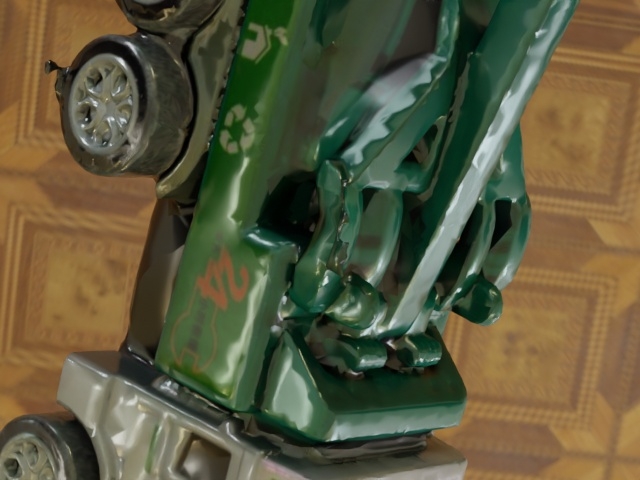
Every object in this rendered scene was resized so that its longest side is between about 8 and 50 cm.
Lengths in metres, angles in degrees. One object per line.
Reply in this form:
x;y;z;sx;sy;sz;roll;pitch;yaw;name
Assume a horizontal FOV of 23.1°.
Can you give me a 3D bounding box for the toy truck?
-0.006;-0.001;0.651;0.176;0.178;0.363;3;109;-50;toy truck
